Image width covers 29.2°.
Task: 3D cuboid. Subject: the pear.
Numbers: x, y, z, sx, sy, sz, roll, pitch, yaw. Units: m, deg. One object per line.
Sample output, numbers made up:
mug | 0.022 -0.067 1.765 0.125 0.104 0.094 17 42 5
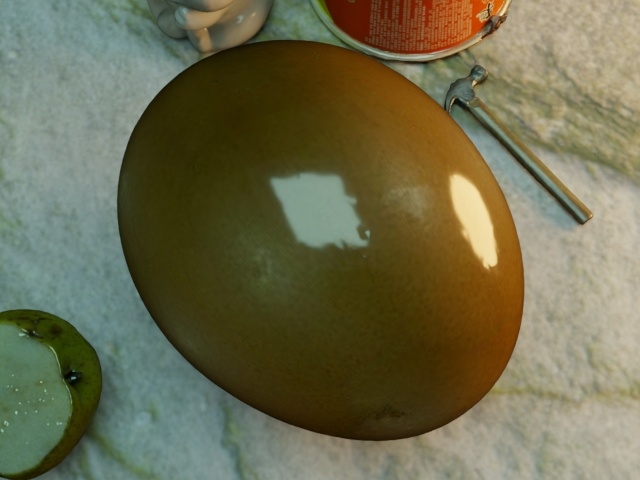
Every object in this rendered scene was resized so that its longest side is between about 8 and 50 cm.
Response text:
pear | -0.243 0.127 1.026 0.141 0.104 0.141 -1 88 18

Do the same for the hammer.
hammer | 0.182 -0.082 1.136 0.062 0.017 0.182 -38 75 -11

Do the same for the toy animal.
toy animal | -0.095 -0.274 1.125 0.127 0.193 0.178 35 67 14

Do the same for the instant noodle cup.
instant noodle cup | 0.087 -0.296 1.130 0.213 0.174 0.213 0 69 1

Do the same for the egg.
egg | 0.000 0.000 0.970 0.282 0.282 0.351 -40 80 -12
